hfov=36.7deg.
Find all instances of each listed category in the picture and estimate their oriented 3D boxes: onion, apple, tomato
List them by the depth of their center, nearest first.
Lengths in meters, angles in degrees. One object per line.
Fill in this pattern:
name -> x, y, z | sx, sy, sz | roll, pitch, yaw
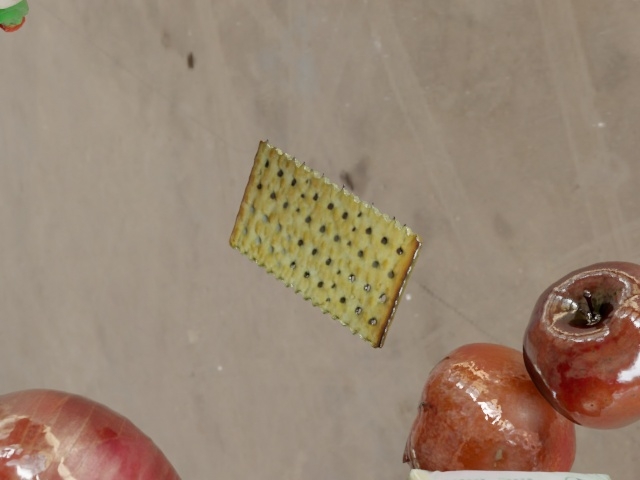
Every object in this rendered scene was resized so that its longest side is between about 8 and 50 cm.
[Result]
onion -> -0.286, 0.320, 0.962 | 0.353, 0.353, 0.353 | 21, 116, 51
apple -> 0.391, 0.141, 1.299 | 0.234, 0.234, 0.234 | 21, 116, 51
tomato -> 0.261, 0.292, 1.458 | 0.265, 0.265, 0.265 | 21, 116, 51

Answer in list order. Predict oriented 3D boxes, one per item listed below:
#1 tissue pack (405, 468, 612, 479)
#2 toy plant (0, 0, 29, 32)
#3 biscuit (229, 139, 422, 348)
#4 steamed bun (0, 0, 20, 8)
tissue pack -> 0.275, 0.463, 1.081 | 0.205, 0.332, 0.405 | -68, 30, 25
toy plant -> -0.357, -0.200, 0.947 | 0.154, 0.240, 0.088 | -33, 96, 13
biscuit -> 0.000, 0.000, 1.025 | 0.231, 0.016, 0.139 | 33, 114, 31
steamed bun -> -0.292, -0.284, 0.794 | 0.106, 0.183, 0.183 | 135, 118, -66
